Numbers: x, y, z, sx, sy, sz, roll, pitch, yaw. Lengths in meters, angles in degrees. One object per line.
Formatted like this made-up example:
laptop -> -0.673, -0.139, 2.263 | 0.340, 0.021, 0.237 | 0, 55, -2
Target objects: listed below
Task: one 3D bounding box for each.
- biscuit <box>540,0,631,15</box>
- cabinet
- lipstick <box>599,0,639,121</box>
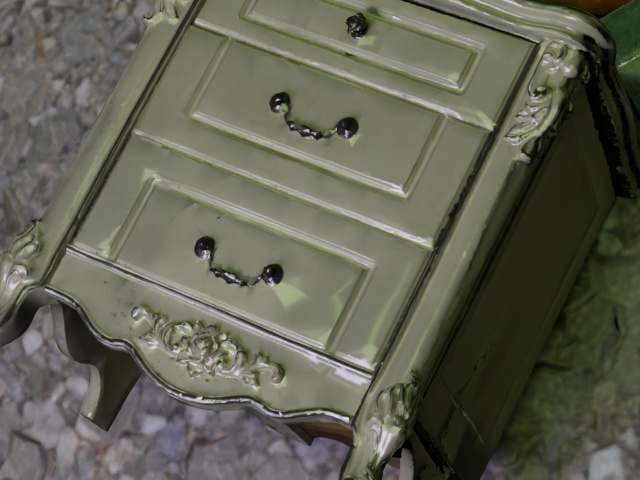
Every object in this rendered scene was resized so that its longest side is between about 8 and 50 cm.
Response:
biscuit -> 0.131, -0.298, 1.299 | 0.312, 0.110, 0.318 | -4, 77, 19
cabinet -> 0.000, 0.000, 1.189 | 0.290, 0.227, 0.318 | 22, 75, 23
lipstick -> 0.316, -0.171, 1.203 | 0.289, 0.076, 0.077 | -31, 29, 9
